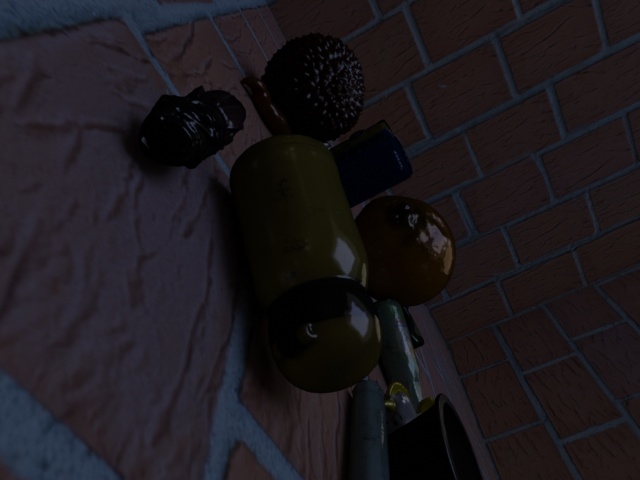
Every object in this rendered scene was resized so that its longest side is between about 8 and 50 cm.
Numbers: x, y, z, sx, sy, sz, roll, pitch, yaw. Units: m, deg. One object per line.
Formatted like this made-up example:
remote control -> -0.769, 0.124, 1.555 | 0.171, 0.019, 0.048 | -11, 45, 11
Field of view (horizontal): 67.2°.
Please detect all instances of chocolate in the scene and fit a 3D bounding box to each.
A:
chocolate -> 0.198, 0.298, 1.234 | 0.110, 0.110, 0.291 | 47, 22, -55

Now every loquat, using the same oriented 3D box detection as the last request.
loquat -> 0.229, 0.029, 1.385 | 0.329, 0.328, 0.328 | 59, 12, -22

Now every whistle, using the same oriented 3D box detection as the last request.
whistle -> 0.072, 0.315, 0.721 | 0.062, 0.062, 0.312 | 62, 11, -10

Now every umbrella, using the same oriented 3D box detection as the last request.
umbrella -> -0.158, -0.163, 0.657 | 0.094, 0.090, 0.326 | 57, 13, -17

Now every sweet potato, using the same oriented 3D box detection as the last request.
sweet potato -> -0.129, -0.332, 1.232 | 0.202, 0.055, 0.058 | 57, -15, -27

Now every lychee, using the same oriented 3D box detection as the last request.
lychee -> -0.012, -0.421, 1.354 | 0.306, 0.306, 0.330 | 52, 12, -45

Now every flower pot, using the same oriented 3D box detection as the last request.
flower pot -> 0.171, 0.383, 0.774 | 0.235, 0.148, 0.235 | 54, 22, -33

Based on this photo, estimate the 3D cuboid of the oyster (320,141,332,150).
oyster -> 0.017, -0.344, 1.886 | 0.177, 0.064, 0.125 | 59, 17, -16

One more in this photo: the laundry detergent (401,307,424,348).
laundry detergent -> 0.297, 0.282, 1.743 | 0.144, 0.078, 0.222 | 30, 36, -63

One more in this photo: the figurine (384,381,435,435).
figurine -> 0.159, 0.349, 0.924 | 0.178, 0.109, 0.130 | 36, 61, -37

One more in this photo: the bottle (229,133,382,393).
bottle -> -0.020, 0.032, 0.661 | 0.171, 0.171, 0.351 | 48, 21, -53

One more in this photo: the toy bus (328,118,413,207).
toy bus -> 0.091, -0.197, 1.334 | 0.138, 0.287, 0.175 | 58, 12, -29
